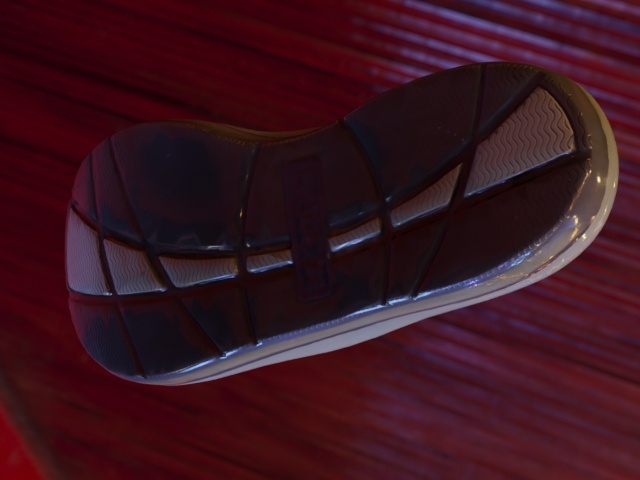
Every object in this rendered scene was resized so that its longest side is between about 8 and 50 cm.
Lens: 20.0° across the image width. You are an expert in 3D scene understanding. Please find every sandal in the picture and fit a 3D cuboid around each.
[{"bbox_3d":[0.001,0.001,0.793,0.086,0.303,0.120,13,73,-52],"label":"sandal"}]
